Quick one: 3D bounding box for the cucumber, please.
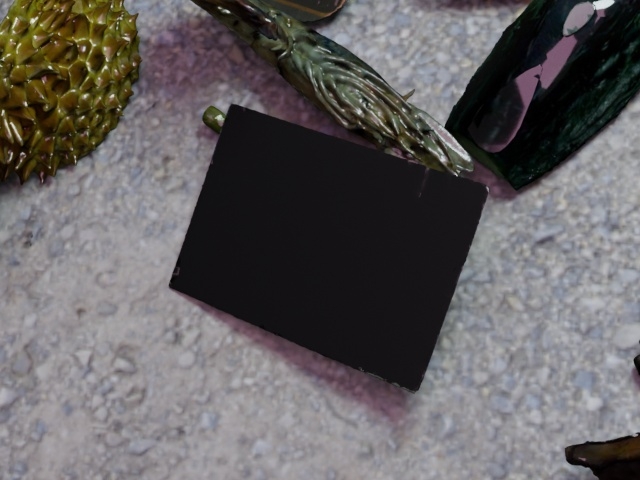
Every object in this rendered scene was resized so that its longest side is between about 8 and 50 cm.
[{"bbox_3d":[0.185,-0.137,1.131,0.115,0.086,0.193,42,92,18],"label":"cucumber"}]

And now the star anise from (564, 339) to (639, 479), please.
[{"bbox_3d":[0.311,0.163,1.002,0.271,0.102,0.272,-15,46,16],"label":"star anise"}]

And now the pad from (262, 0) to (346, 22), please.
[{"bbox_3d":[-0.062,-0.401,1.219,0.314,0.063,0.376,21,90,18],"label":"pad"}]

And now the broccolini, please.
[{"bbox_3d":[-0.008,-0.038,1.156,0.239,0.054,0.051,42,100,23],"label":"broccolini"}]

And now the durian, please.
[{"bbox_3d":[-0.241,-0.139,1.223,0.139,0.144,0.252,15,81,55],"label":"durian"}]

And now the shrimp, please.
[{"bbox_3d":[-0.010,-0.140,1.121,0.296,0.169,0.058,37,97,20],"label":"shrimp"}]

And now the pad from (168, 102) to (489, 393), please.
[{"bbox_3d":[0.000,0.000,1.119,0.243,0.004,0.164,21,92,29],"label":"pad"}]
